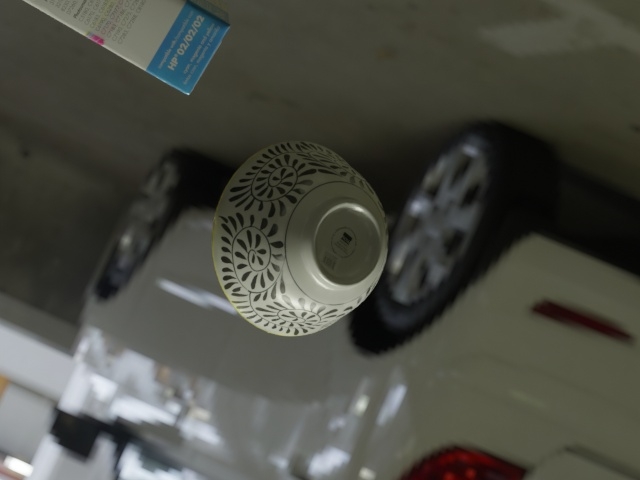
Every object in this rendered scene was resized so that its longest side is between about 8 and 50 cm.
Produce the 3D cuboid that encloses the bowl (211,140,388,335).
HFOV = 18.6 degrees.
[{"bbox_3d":[0.000,0.000,1.657,0.170,0.170,0.080,29,166,-32],"label":"bowl"}]

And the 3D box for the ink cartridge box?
[{"bbox_3d":[-0.156,-0.181,1.383,0.181,0.061,0.104,29,-169,-11],"label":"ink cartridge box"}]
